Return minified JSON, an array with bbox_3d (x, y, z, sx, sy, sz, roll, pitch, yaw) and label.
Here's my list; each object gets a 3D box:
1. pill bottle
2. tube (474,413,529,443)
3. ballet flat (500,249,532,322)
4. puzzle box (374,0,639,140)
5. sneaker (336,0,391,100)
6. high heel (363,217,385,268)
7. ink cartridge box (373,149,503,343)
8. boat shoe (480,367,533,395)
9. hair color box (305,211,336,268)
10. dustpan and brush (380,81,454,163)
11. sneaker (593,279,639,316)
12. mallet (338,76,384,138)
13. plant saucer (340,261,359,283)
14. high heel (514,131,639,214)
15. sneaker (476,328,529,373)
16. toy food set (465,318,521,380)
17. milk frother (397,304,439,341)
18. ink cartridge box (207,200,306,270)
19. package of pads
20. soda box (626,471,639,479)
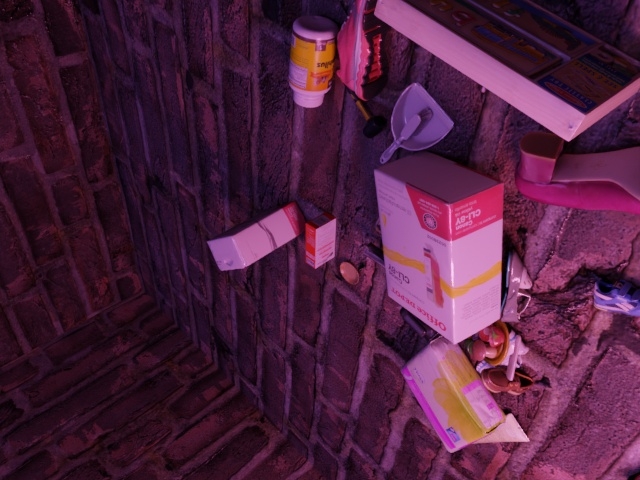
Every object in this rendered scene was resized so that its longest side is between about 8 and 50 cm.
[{"bbox_3d":[-0.022,-0.463,1.422,0.117,0.117,0.215,39,142,27],"label":"pill bottle"},{"bbox_3d":[0.505,0.569,1.623,0.070,0.062,0.240,22,149,-21],"label":"tube"},{"bbox_3d":[0.472,0.112,1.305,0.068,0.072,0.213,8,128,16],"label":"ballet flat"},{"bbox_3d":[0.326,-0.344,0.933,0.409,0.272,0.052,42,143,22],"label":"puzzle box"},{"bbox_3d":[0.088,-0.487,1.266,0.136,0.116,0.314,38,141,30],"label":"sneaker"},{"bbox_3d":[0.237,0.002,1.505,0.186,0.093,0.261,34,138,14],"label":"high heel"},{"bbox_3d":[0.285,0.013,1.318,0.279,0.160,0.385,37,144,52],"label":"ink cartridge box"},{"bbox_3d":[0.483,0.359,1.406,0.060,0.178,0.064,-35,48,40],"label":"boat shoe"},{"bbox_3d":[0.000,0.000,1.782,0.053,0.093,0.167,33,138,34],"label":"hair color box"},{"bbox_3d":[0.211,-0.261,1.334,0.147,0.060,0.211,52,146,10],"label":"dustpan and brush"},{"bbox_3d":[0.626,0.115,1.108,0.144,0.053,0.059,3,116,50],"label":"sneaker"},{"bbox_3d":[0.098,-0.354,1.435,0.190,0.039,0.062,55,149,13],"label":"mallet"},{"bbox_3d":[0.100,0.105,1.806,0.083,0.015,0.083,31,138,33],"label":"plant saucer"},{"bbox_3d":[0.556,-0.094,1.025,0.377,0.127,0.181,29,165,31],"label":"high heel"},{"bbox_3d":[0.482,0.316,1.439,0.083,0.071,0.191,40,143,16],"label":"sneaker"},{"bbox_3d":[0.414,0.251,1.393,0.218,0.071,0.128,-133,52,-66],"label":"toy food set"},{"bbox_3d":[0.311,0.197,1.554,0.143,0.129,0.135,-45,75,12],"label":"milk frother"},{"bbox_3d":[-0.216,-0.016,1.874,0.207,0.283,0.117,-9,108,54],"label":"ink cartridge box"},{"bbox_3d":[0.381,0.447,1.596,0.297,0.101,0.229,58,148,21],"label":"package of pads"},{"bbox_3d":[0.779,0.563,1.259,0.053,0.060,0.169,46,145,19],"label":"soda box"}]
